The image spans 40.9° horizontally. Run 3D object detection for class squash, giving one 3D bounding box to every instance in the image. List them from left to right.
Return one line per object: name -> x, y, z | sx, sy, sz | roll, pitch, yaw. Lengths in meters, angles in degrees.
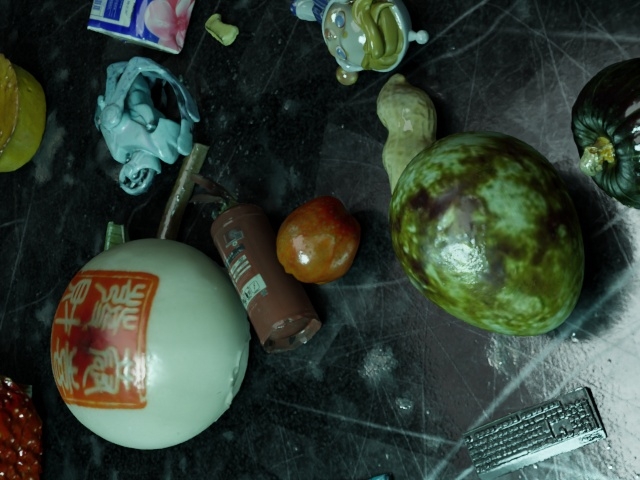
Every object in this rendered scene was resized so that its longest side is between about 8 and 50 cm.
squash -> 0.395, -0.131, 1.052 | 0.156, 0.193, 0.193 | 2, 80, -3

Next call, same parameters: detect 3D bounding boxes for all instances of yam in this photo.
yam -> -0.283, -0.032, 1.640 | 0.326, 0.045, 0.045 | -70, 19, 4

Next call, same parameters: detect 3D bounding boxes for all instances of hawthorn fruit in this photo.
hawthorn fruit -> 0.000, 0.000, 1.365 | 0.138, 0.133, 0.133 | -52, 56, 14

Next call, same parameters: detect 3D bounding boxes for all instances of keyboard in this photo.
keyboard -> 0.285, 0.266, 1.165 | 0.196, 0.015, 0.074 | -30, 65, 30

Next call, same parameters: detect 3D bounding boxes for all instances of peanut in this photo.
peanut -> 0.135, -0.154, 1.314 | 0.104, 0.086, 0.227 | -27, 64, 51

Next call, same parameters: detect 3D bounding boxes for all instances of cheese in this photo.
cheese -> -0.191, -0.408, 1.648 | 0.044, 0.030, 0.083 | -43, 51, -1

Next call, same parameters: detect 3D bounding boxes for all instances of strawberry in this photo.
strawberry -> -0.703, 0.444, 1.727 | 0.292, 0.292, 0.343 | -27, 63, 31

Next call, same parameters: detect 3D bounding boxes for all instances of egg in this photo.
egg -> 0.220, -0.005, 1.126 | 0.238, 0.238, 0.289 | -36, 73, 27

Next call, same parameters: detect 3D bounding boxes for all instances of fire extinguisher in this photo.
fire extinguisher -> -0.127, 0.023, 1.443 | 0.106, 0.147, 0.337 | -42, 60, 22

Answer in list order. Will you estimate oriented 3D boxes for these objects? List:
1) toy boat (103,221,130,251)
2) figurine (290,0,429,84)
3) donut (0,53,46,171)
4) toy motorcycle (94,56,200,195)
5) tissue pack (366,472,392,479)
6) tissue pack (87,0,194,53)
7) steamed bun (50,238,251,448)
toy boat -> -0.418, 0.111, 1.709 | 0.093, 0.055, 0.293 | 12, 90, 39
figurine -> 0.046, -0.356, 1.406 | 0.274, 0.133, 0.194 | 21, 128, 61
donut -> -0.742, -0.286, 1.997 | 0.278, 0.108, 0.277 | -7, 78, 36
toy motorcycle -> -0.336, -0.230, 1.656 | 0.206, 0.154, 0.260 | -35, 61, 14
tissue pack -> 0.054, 0.405, 1.311 | 0.138, 0.028, 0.085 | -21, 69, 36
tissue pack -> -0.339, -0.526, 1.721 | 0.209, 0.137, 0.269 | 20, 97, 38
steamed bun -> -0.319, 0.179, 1.482 | 0.374, 0.241, 0.374 | -1, 88, 34
